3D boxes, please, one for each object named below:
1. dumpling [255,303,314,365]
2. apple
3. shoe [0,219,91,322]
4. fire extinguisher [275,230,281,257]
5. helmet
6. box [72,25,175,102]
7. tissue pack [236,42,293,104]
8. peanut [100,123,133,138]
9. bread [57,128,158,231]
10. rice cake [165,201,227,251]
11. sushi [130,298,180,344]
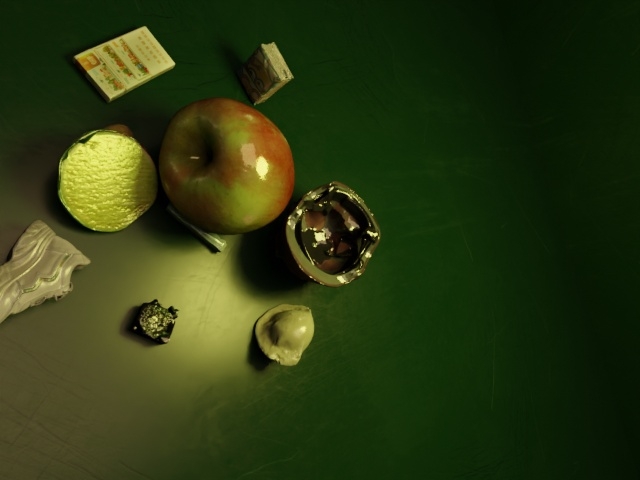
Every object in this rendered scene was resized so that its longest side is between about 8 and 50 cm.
[{"bbox_3d":[-0.096,0.238,1.219,0.155,0.181,0.111,14,105,-5],"label":"dumpling"},{"bbox_3d":[-0.214,-0.172,1.106,0.277,0.319,0.319,5,72,-67],"label":"apple"},{"bbox_3d":[-0.559,0.088,0.881,0.137,0.095,0.245,34,51,-24],"label":"shoe"},{"bbox_3d":[-0.119,0.009,1.314,0.028,0.022,0.083,47,39,-69],"label":"fire extinguisher"},{"bbox_3d":[0.000,0.000,1.298,0.271,0.197,0.338,47,55,-11],"label":"helmet"},{"bbox_3d":[-0.485,-0.446,1.141,0.122,0.032,0.220,52,51,-15],"label":"box"},{"bbox_3d":[-0.166,-0.485,1.333,0.065,0.155,0.116,-34,98,-42],"label":"tissue pack"},{"bbox_3d":[-0.491,-0.215,1.041,0.076,0.076,0.152,53,48,-14],"label":"peanut"},{"bbox_3d":[-0.469,-0.131,1.010,0.228,0.033,0.229,-20,115,-49],"label":"bread"},{"bbox_3d":[-0.313,-0.038,1.161,0.180,0.030,0.042,42,60,-22],"label":"rice cake"},{"bbox_3d":[-0.374,0.181,1.033,0.083,0.056,0.085,27,62,-22],"label":"sushi"}]
